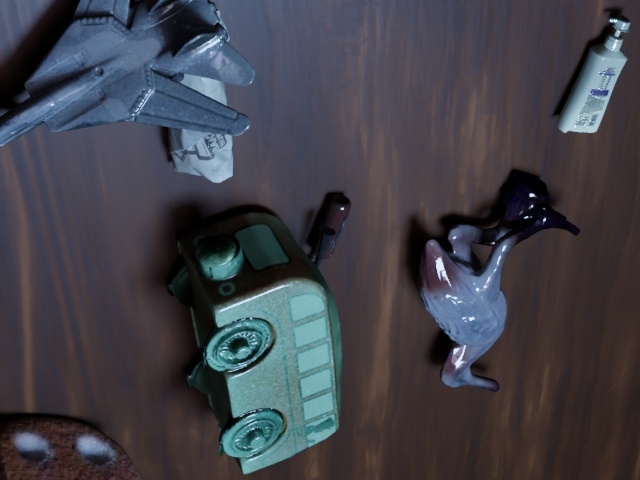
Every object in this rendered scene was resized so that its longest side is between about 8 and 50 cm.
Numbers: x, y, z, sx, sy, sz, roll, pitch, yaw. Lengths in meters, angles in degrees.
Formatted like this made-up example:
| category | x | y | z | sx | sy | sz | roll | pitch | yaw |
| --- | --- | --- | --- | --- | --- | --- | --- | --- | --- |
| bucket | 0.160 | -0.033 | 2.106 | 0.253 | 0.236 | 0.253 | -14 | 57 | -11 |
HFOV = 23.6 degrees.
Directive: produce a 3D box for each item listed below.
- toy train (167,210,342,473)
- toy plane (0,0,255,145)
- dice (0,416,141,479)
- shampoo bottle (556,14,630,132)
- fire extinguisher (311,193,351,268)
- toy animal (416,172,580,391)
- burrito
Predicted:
| category | x | y | z | sx | sy | sz | roll | pitch | yaw |
| --- | --- | --- | --- | --- | --- | --- | --- | --- | --- |
| toy train | -0.064 | 0.106 | 1.614 | 0.159 | 0.129 | 0.326 | -22 | 138 | -14 |
| toy plane | -0.199 | -0.139 | 1.331 | 0.267 | 0.212 | 0.088 | -28 | -177 | 22 |
| dice | -0.298 | 0.301 | 1.628 | 0.174 | 0.179 | 0.175 | 8 | 129 | -37 |
| shampoo bottle | 0.297 | -0.176 | 1.629 | 0.049 | 0.034 | 0.141 | 2 | 128 | -23 |
| fire extinguisher | 0.006 | 0.002 | 1.617 | 0.032 | 0.046 | 0.100 | 8 | 125 | -20 |
| toy animal | 0.176 | 0.075 | 1.753 | 0.195 | 0.090 | 0.324 | -5 | 130 | -27 |
| burrito | -0.112 | -0.131 | 1.410 | 0.064 | 0.064 | 0.203 | -15 | 136 | -18 |
